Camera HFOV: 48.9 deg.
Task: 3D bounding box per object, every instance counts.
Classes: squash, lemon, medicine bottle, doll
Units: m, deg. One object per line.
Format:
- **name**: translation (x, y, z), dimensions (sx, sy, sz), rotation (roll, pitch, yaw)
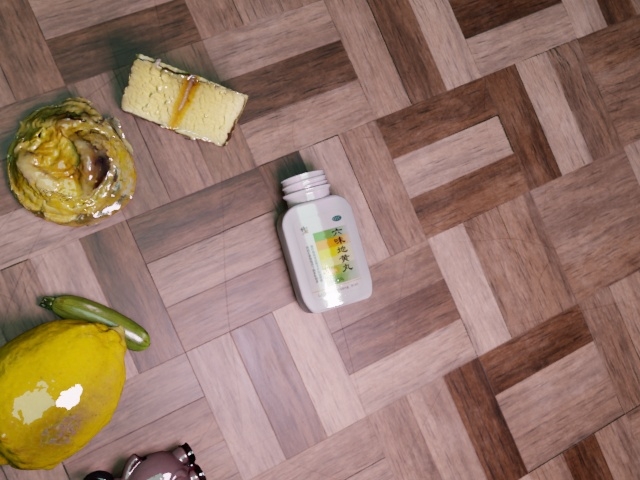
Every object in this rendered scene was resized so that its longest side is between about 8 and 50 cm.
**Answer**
- **squash**: translation (-0.488, 0.173, 1.544), dimensions (0.252, 0.066, 0.066), rotation (27, 79, -11)
- **lemon**: translation (-0.546, 0.301, 1.418), dimensions (0.286, 0.285, 0.316), rotation (27, 43, -12)
- **medicine bottle**: translation (0.000, 0.000, 1.669), dimensions (0.179, 0.124, 0.324), rotation (-15, 88, -16)
- **doll**: translation (-0.382, 0.538, 1.515), dimensions (0.257, 0.117, 0.181), rotation (-27, 91, -17)

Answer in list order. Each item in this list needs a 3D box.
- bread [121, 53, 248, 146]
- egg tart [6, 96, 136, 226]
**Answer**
- **bread**: translation (-0.309, -0.327, 1.616), dimensions (0.266, 0.141, 0.178), rotation (20, 121, -14)
- **egg tart**: translation (-0.544, -0.175, 1.534), dimensions (0.297, 0.132, 0.296), rotation (1, 82, -10)
